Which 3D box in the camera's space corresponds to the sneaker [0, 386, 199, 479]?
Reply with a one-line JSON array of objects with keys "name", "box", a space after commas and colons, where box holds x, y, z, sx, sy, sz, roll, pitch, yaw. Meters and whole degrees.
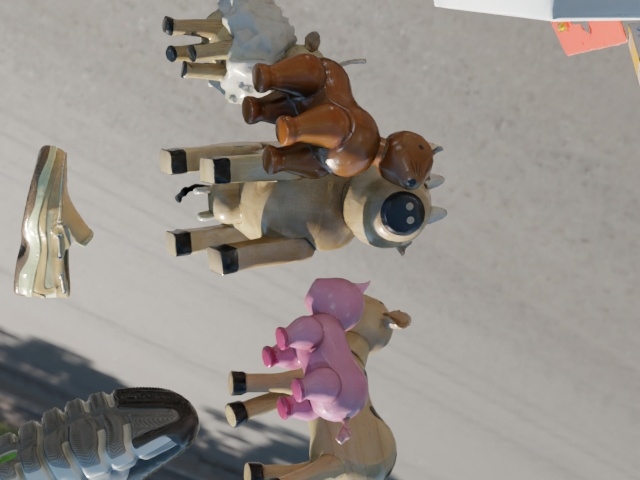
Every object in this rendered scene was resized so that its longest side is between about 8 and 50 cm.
[{"name": "sneaker", "box": [-0.185, 0.197, 0.835, 0.086, 0.229, 0.132, -116, 9, -64]}]

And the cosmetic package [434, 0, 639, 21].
[{"name": "cosmetic package", "box": [0.240, -0.270, 0.640, 0.377, 0.284, 0.097, -9, -159, -34]}]

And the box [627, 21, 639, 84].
[{"name": "box", "box": [0.322, -0.161, 1.022, 0.081, 0.136, 0.028, -7, 134, 8]}]

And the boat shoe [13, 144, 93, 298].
[{"name": "boat shoe", "box": [-0.272, -0.016, 1.199, 0.072, 0.068, 0.190, 12, 130, -9]}]

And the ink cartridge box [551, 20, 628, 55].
[{"name": "ink cartridge box", "box": [0.164, -0.350, 1.194, 0.385, 0.091, 0.308, 61, -176, -5]}]

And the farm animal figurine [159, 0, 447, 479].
[{"name": "farm animal figurine", "box": [0.000, 0.000, 0.874, 0.172, 0.330, 0.327, -7, -152, -26]}]
